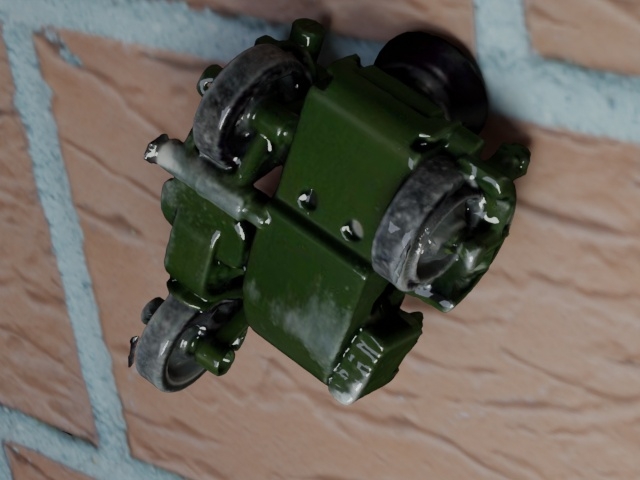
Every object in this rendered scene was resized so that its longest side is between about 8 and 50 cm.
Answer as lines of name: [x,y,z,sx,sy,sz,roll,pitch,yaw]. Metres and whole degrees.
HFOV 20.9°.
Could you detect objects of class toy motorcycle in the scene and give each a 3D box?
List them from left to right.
toy motorcycle: [0.000,0.000,0.993,0.205,0.127,0.275,34,129,22]
